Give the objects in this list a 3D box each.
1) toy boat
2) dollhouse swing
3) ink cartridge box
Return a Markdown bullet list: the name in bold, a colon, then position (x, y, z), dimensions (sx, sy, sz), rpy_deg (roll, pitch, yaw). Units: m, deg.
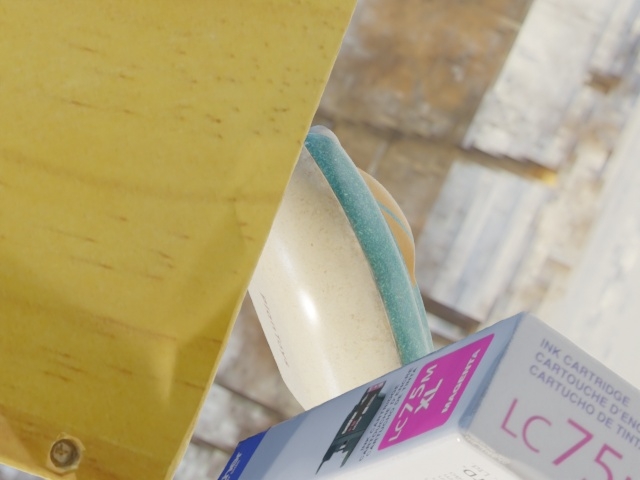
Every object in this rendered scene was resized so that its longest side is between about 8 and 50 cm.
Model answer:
- **toy boat**: position (0.000, 0.000, 1.490), dimensions (0.148, 0.318, 0.267), rpy_deg (-25, -57, -12)
- **dollhouse swing**: position (-0.152, -0.058, 1.067), dimensions (0.305, 0.315, 0.346), rpy_deg (8, 76, 65)
- **ink cartridge box**: position (0.066, 0.133, 0.757), dimensions (0.065, 0.186, 0.311), rpy_deg (-61, 13, -28)
